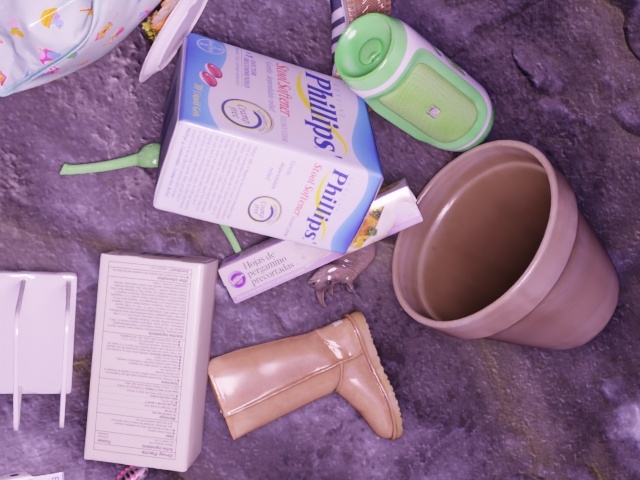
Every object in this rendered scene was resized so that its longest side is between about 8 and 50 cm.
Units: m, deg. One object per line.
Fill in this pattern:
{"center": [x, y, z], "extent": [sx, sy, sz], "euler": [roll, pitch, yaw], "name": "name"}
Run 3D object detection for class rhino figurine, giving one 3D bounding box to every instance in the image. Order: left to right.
{"center": [0.044, -0.006, 1.463], "extent": [0.106, 0.073, 0.243], "euler": [17, 92, -12], "name": "rhino figurine"}

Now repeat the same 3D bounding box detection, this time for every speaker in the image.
{"center": [0.152, -0.237, 1.384], "extent": [0.296, 0.131, 0.131], "euler": [23, 87, -48], "name": "speaker"}

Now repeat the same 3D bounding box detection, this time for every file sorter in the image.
{"center": [-0.489, 0.157, 1.255], "extent": [0.278, 0.173, 0.192], "euler": [3, 106, -17], "name": "file sorter"}

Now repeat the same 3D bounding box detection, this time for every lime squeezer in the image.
{"center": [-0.234, -0.083, 1.386], "extent": [0.310, 0.059, 0.110], "euler": [26, 87, -17], "name": "lime squeezer"}

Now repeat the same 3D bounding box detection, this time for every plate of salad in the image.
{"center": [-0.216, -0.319, 1.300], "extent": [0.048, 0.200, 0.199], "euler": [32, 85, -7], "name": "plate of salad"}

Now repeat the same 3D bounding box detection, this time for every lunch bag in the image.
{"center": [-0.322, -0.328, 1.199], "extent": [0.160, 0.262, 0.223], "euler": [59, 36, -12], "name": "lunch bag"}

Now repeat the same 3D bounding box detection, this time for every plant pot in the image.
{"center": [0.327, 0.041, 1.447], "extent": [0.280, 0.323, 0.323], "euler": [29, 86, -32], "name": "plant pot"}

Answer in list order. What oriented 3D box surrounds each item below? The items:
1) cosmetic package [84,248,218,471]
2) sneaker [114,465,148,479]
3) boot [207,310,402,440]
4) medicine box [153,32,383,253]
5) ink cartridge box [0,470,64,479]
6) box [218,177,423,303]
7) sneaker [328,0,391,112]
{"center": [-0.253, 0.175, 1.350], "extent": [0.160, 0.113, 0.309], "euler": [7, 94, 5], "name": "cosmetic package"}
{"center": [-0.308, 0.406, 1.413], "extent": [0.119, 0.047, 0.057], "euler": [-46, 111, 0], "name": "sneaker"}
{"center": [-0.025, 0.260, 1.461], "extent": [0.270, 0.089, 0.236], "euler": [-21, 87, -14], "name": "boot"}
{"center": [-0.080, -0.144, 1.301], "extent": [0.289, 0.263, 0.149], "euler": [13, 126, -16], "name": "medicine box"}
{"center": [-0.487, 0.461, 1.362], "extent": [0.208, 0.045, 0.206], "euler": [-6, 97, -17], "name": "ink cartridge box"}
{"center": [0.000, 0.000, 1.391], "extent": [0.324, 0.067, 0.063], "euler": [-24, 102, 9], "name": "box"}
{"center": [0.047, -0.349, 1.434], "extent": [0.099, 0.153, 0.282], "euler": [-11, 127, -17], "name": "sneaker"}
